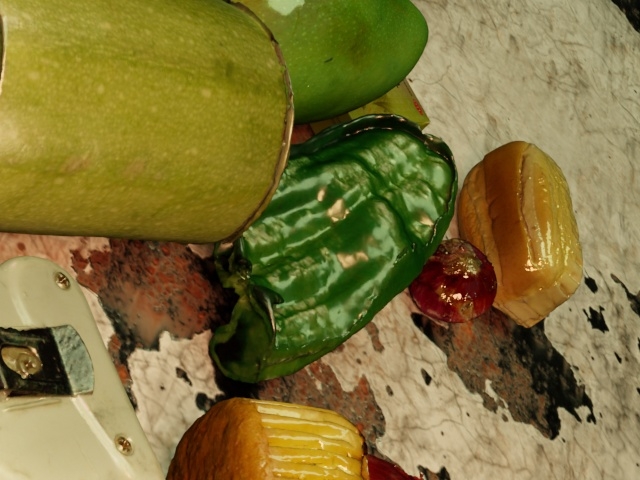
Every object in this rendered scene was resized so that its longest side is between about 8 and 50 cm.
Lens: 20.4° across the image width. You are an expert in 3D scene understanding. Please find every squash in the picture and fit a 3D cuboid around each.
[{"bbox_3d":[-0.228,-0.130,1.604,0.384,0.263,0.263,6,55,-51],"label":"squash"}]

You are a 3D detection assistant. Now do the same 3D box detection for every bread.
[{"bbox_3d":[0.246,-0.014,2.224,0.106,0.140,0.236,32,37,-36],"label":"bread"},{"bbox_3d":[-0.051,0.263,1.483,0.142,0.227,0.253,18,53,-24],"label":"bread"}]

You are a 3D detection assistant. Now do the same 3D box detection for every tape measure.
[{"bbox_3d":[-0.251,0.134,1.438,0.246,0.125,0.243,-2,60,-54],"label":"tape measure"}]

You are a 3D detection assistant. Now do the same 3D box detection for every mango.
[{"bbox_3d":[-0.031,-0.230,1.970,0.382,0.225,0.201,-2,37,-41],"label":"mango"}]

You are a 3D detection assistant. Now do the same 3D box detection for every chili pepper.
[{"bbox_3d":[-0.008,0.003,1.863,0.213,0.167,0.385,40,43,7],"label":"chili pepper"}]

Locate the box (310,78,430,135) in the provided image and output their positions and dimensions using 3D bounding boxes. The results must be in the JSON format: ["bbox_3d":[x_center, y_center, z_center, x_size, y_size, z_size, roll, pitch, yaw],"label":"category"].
[{"bbox_3d":[0.014,-0.236,2.211,0.175,0.062,0.260,-8,65,-55],"label":"box"}]

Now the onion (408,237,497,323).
[{"bbox_3d":[0.155,0.051,2.092,0.107,0.097,0.107,0,51,0],"label":"onion"}]

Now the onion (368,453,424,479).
[{"bbox_3d":[0.056,0.277,1.683,0.184,0.147,0.184,50,24,-32],"label":"onion"}]
